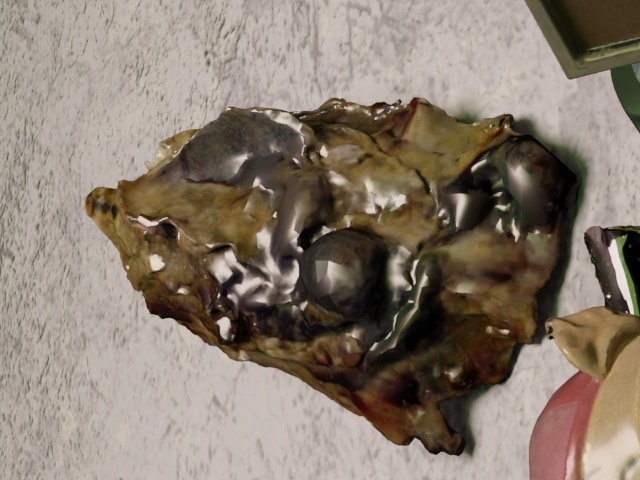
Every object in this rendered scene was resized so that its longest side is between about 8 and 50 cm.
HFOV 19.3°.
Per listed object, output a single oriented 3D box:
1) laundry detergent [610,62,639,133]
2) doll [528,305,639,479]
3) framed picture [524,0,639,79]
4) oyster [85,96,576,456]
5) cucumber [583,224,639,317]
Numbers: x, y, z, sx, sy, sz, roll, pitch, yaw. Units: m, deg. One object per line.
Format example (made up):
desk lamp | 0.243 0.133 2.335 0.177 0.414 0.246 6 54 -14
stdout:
laundry detergent | 0.245 -0.065 0.970 0.144 0.078 0.222 -56 44 25
doll | 0.214 0.110 0.872 0.256 0.152 0.196 -18 67 36
framed picture | 0.207 -0.182 0.862 0.289 0.211 0.020 -12 45 28
oyster | -0.009 -0.017 1.229 0.361 0.096 0.221 24 89 32
cucumber | 0.197 0.097 1.014 0.067 0.067 0.245 -35 57 45
